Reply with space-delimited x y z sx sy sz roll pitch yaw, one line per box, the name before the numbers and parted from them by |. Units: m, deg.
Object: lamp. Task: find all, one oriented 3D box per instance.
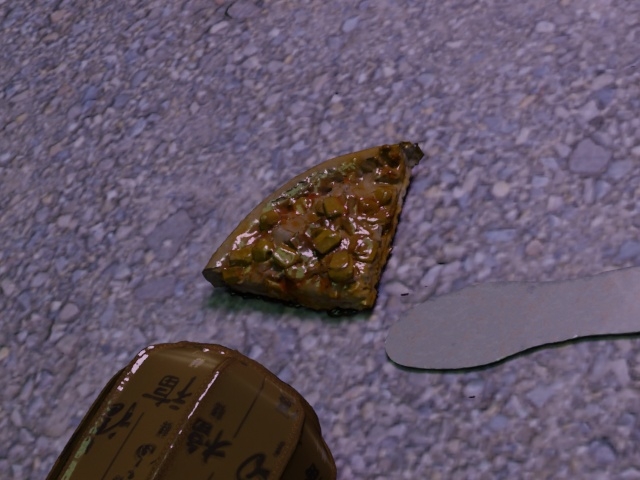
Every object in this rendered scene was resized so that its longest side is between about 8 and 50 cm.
lamp | -0.086 0.163 0.857 0.161 0.161 0.185 7 56 32

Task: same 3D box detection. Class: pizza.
pizza | 0.000 0.000 1.027 0.178 0.041 0.131 -23 47 8

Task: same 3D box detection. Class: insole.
insole | 0.135 0.048 0.940 0.197 0.004 0.065 -12 48 19
